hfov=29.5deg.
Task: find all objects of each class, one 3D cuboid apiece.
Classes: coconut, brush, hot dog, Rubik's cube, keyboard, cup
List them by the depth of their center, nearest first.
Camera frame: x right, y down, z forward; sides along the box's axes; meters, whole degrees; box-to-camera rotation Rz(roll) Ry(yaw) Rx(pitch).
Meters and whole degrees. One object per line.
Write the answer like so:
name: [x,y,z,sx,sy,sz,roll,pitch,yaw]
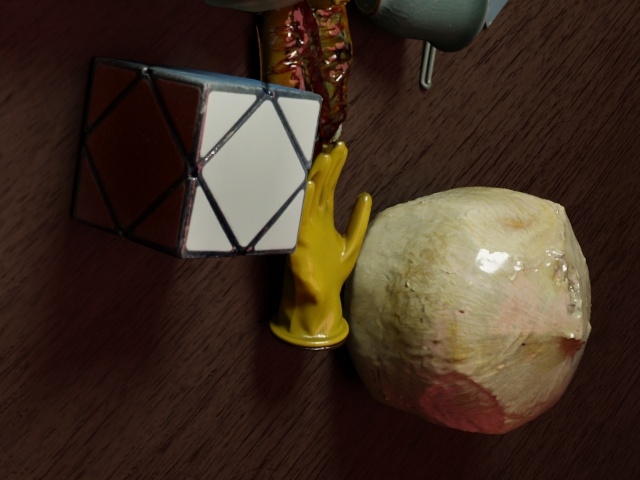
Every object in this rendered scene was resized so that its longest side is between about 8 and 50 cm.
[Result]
Rubik's cube: [-0.148,-0.100,1.461,0.205,0.205,0.207,-2,104,-49]
hot dog: [-0.017,-0.236,1.668,0.162,0.081,0.271,-26,121,-44]
cup: [0.127,-0.365,1.738,0.150,0.199,0.199,-9,111,-29]
coconut: [0.260,0.105,1.900,0.404,0.404,0.405,-21,119,-44]
brush: [0.179,-0.370,1.903,0.062,0.027,0.266,-12,116,-47]
keyboard: [0.316,-0.437,2.043,0.176,0.014,0.055,-53,138,-23]

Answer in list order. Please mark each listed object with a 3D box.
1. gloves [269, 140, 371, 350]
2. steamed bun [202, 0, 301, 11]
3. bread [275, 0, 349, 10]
gloves: [0.000,0.001,1.716,0.133,0.116,0.295,-59,158,-65]
steamed bun: [-0.117,-0.386,1.276,0.394,0.346,0.237,35,45,-18]
bread: [0.005,-0.453,1.536,0.149,0.195,0.344,85,28,-82]
